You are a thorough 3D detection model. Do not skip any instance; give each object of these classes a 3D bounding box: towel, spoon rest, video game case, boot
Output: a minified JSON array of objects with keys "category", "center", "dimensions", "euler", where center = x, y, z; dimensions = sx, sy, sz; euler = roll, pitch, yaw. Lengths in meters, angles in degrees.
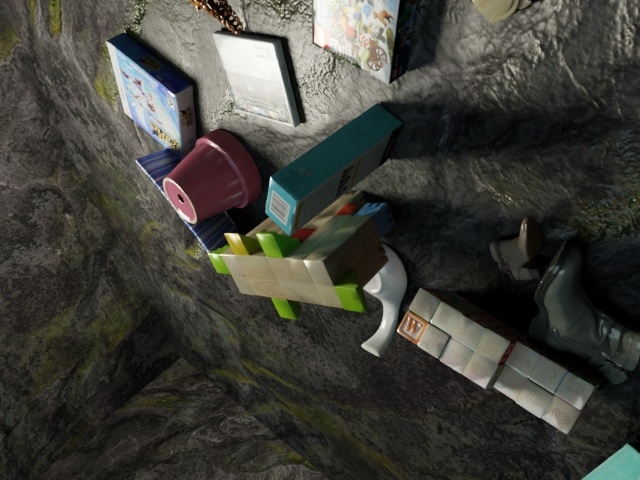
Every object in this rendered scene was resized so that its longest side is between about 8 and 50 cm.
[{"category":"towel","center":[-0.345,-0.097,1.505],"dimensions":[0.336,0.040,0.243],"euler":[53,-166,-10]},{"category":"spoon rest","center":[0.131,0.119,1.214],"dimensions":[0.137,0.084,0.277],"euler":[24,129,38]},{"category":"video game case","center":[-0.432,-0.366,1.452],"dimensions":[0.269,0.061,0.244],"euler":[40,151,19]},{"category":"video game case","center":[-0.127,-0.322,1.103],"dimensions":[0.190,0.022,0.173],"euler":[24,142,38]},{"category":"boot","center":[0.400,0.108,0.804],"dimensions":[0.161,0.083,0.247],"euler":[26,151,31]},{"category":"boot","center":[0.301,0.012,0.861],"dimensions":[0.087,0.042,0.119],"euler":[18,132,57]}]

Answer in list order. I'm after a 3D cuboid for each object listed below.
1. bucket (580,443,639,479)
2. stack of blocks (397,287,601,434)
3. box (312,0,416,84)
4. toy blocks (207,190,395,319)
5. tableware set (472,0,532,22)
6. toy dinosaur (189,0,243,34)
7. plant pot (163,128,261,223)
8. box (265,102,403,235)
[{"category":"bucket","center":[0.506,0.467,0.843],"dimensions":[0.281,0.183,0.281],"euler":[42,-175,-5]},{"category":"stack of blocks","center":[0.298,0.191,0.928],"dimensions":[0.297,0.087,0.171],"euler":[32,-170,30]},{"category":"box","center":[0.059,-0.354,0.767],"dimensions":[0.159,0.044,0.233],"euler":[36,148,26]},{"category":"toy blocks","center":[0.000,0.000,1.076],"dimensions":[0.381,0.261,0.191],"euler":[2,124,46]},{"category":"tableware set","center":[0.191,-0.339,0.622],"dimensions":[0.169,0.020,0.141],"euler":[48,154,2]},{"category":"toy dinosaur","center":[-0.235,-0.505,0.958],"dimensions":[0.321,0.164,0.218],"euler":[33,168,-4]},{"category":"plant pot","center":[-0.275,-0.142,1.363],"dimensions":[0.201,0.180,0.201],"euler":[36,149,26]},{"category":"box","center":[0.023,-0.117,0.889],"dimensions":[0.060,0.244,0.101],"euler":[43,151,15]}]
